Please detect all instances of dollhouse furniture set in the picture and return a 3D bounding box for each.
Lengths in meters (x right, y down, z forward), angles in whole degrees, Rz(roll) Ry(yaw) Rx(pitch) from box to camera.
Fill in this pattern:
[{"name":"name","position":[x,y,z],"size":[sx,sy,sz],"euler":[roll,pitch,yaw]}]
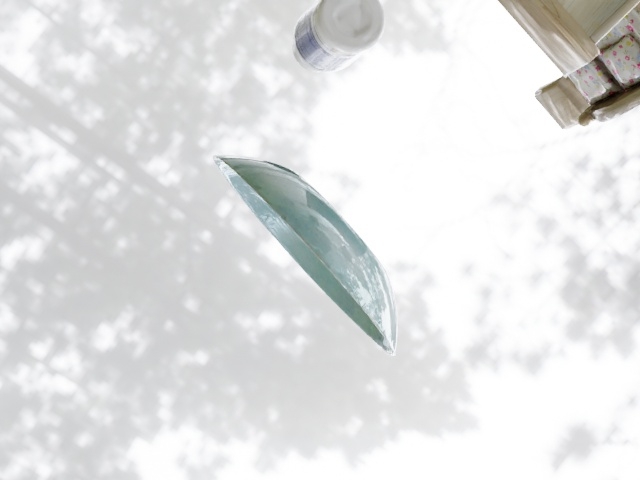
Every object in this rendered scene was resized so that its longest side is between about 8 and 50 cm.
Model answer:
[{"name":"dollhouse furniture set","position":[0.137,-0.201,1.330],"size":[0.174,0.303,0.355],"euler":[-43,-175,-19]}]

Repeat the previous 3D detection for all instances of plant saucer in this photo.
[{"name":"plant saucer","position":[0.000,0.000,1.239],"size":[0.037,0.195,0.195],"euler":[-42,-142,-6]}]

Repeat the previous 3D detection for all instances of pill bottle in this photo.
[{"name":"pill bottle","position":[0.013,-0.198,1.639],"size":[0.067,0.067,0.120],"euler":[-64,-168,-15]}]
